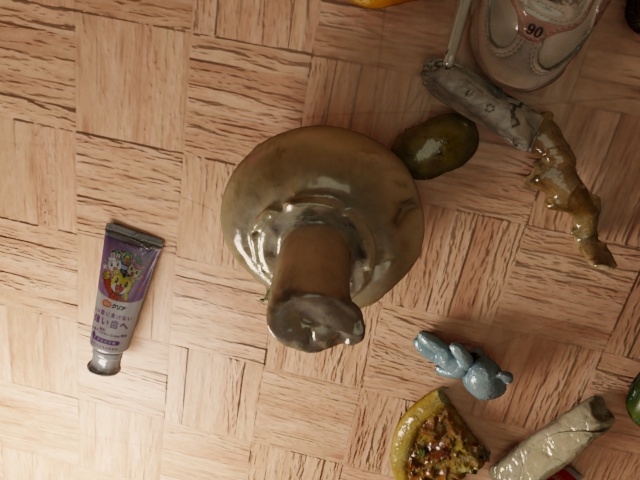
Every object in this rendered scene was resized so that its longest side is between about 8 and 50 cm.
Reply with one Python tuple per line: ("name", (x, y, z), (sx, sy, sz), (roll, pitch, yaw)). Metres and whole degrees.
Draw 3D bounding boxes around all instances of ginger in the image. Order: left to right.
("ginger", (0.374, -0.075, 0.785), (0.089, 0.075, 0.288), (-28, 101, 14))

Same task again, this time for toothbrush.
("toothbrush", (0.202, -0.409, 0.644), (0.040, 0.040, 0.385), (15, 92, 3))

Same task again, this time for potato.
("potato", (0.178, -0.145, 0.788), (0.138, 0.070, 0.091), (-21, 108, 16))

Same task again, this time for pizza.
("pizza", (0.237, 0.419, 0.999), (0.197, 0.058, 0.292), (13, 112, 3))

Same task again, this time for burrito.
("burrito", (0.234, -0.204, 0.744), (0.203, 0.064, 0.064), (37, 112, 11))
("burrito", (0.433, 0.396, 0.955), (0.275, 0.059, 0.082), (-48, 57, 20))

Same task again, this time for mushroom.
("mushroom", (0.000, 0.000, 0.731), (0.315, 0.336, 0.314), (1, 122, 2))

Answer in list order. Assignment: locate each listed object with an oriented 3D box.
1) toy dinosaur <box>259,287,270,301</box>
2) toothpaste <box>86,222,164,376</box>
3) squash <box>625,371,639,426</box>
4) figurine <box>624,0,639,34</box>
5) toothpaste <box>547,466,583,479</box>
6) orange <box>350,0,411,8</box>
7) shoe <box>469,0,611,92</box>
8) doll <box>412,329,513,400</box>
("toy dinosaur", (-0.062, 0.105, 0.947), (0.120, 0.029, 0.060), (28, 101, -2))
("toothpaste", (-0.391, 0.120, 0.986), (0.114, 0.073, 0.299), (18, 104, 1))
("squash", (0.608, 0.182, 0.838), (0.087, 0.087, 0.331), (20, 111, 1))
("figurine", (0.564, -0.298, 0.646), (0.316, 0.168, 0.187), (14, 140, 15))
("toothpaste", (0.383, 0.537, 1.029), (0.301, 0.048, 0.075), (-40, 96, 18))
("orange", (0.072, -0.420, 0.622), (0.183, 0.249, 0.248), (9, 113, 29))
("shoe", (0.297, -0.360, 0.620), (0.172, 0.198, 0.350), (16, 111, 6))
("doll", (0.258, 0.216, 0.922), (0.180, 0.075, 0.120), (39, 152, 14))
